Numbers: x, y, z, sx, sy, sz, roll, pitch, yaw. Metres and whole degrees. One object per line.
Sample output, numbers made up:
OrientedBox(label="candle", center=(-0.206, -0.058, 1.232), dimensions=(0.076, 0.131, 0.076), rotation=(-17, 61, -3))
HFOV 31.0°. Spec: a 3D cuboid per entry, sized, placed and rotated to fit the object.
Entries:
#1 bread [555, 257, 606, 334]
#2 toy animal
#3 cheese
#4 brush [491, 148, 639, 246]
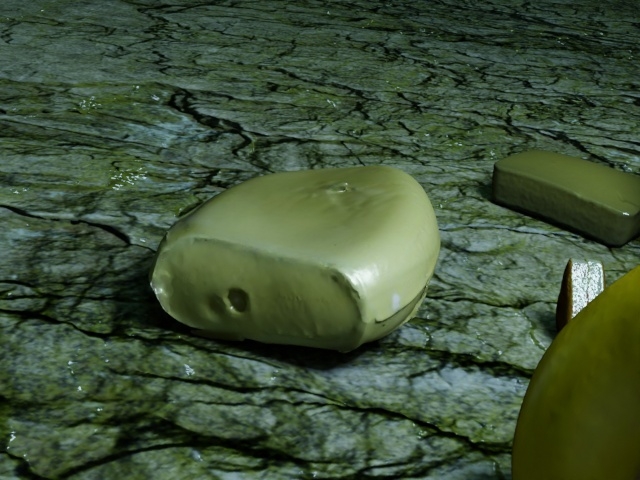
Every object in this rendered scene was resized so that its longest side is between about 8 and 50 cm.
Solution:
OrientedBox(label="bread", center=(0.258, 0.076, 1.144), dimensions=(0.043, 0.062, 0.109), rotation=(5, 66, -2))
OrientedBox(label="toy animal", center=(0.321, 0.138, 0.779), dimensions=(0.246, 0.278, 0.345), rotation=(9, 16, -34))
OrientedBox(label="cheese", center=(0.000, 0.000, 1.138), dimensions=(0.259, 0.128, 0.316), rotation=(14, 22, 19))
OrientedBox(label="brush", center=(0.324, -0.058, 1.460), dimensions=(0.197, 0.059, 0.123), rotation=(23, 31, 33))
